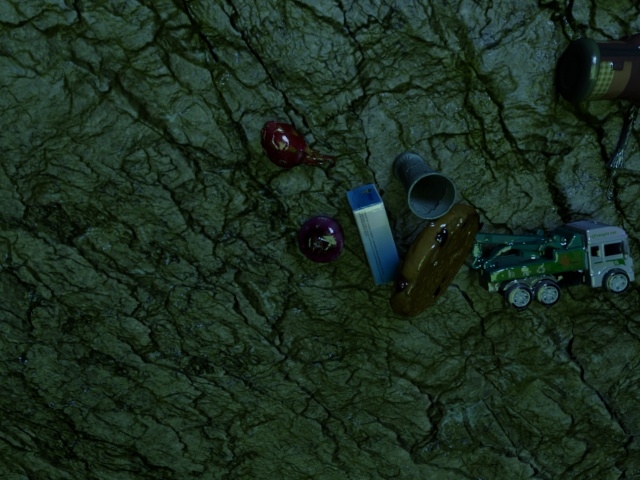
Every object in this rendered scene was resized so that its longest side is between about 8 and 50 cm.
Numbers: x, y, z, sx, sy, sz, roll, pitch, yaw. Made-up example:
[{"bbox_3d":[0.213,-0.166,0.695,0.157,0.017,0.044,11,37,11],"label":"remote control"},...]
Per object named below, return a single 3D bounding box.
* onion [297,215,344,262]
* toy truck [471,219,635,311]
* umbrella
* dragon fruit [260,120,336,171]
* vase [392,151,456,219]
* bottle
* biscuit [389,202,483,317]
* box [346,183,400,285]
[{"bbox_3d":[0.000,0.000,1.197,0.115,0.104,0.115,3,104,11],"label":"onion"},{"bbox_3d":[0.542,0.051,1.220,0.364,0.176,0.177,-6,101,0],"label":"toy truck"},{"bbox_3d":[0.695,-0.224,1.185,0.044,0.044,0.268,14,109,31],"label":"umbrella"},{"bbox_3d":[-0.051,-0.191,1.123,0.191,0.094,0.094,27,109,-26],"label":"dragon fruit"},{"bbox_3d":[0.210,-0.128,1.090,0.096,0.219,0.096,-1,114,-3],"label":"vase"},{"bbox_3d":[0.653,-0.350,1.066,0.271,0.143,0.156,-2,113,-4],"label":"bottle"},{"bbox_3d":[0.246,0.042,1.123,0.075,0.296,0.295,34,114,29],"label":"biscuit"},{"bbox_3d":[0.124,-0.015,1.177,0.073,0.139,0.194,-18,113,4],"label":"box"}]
